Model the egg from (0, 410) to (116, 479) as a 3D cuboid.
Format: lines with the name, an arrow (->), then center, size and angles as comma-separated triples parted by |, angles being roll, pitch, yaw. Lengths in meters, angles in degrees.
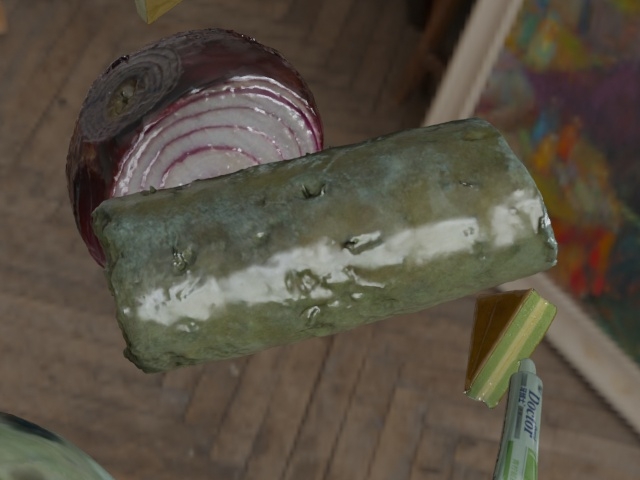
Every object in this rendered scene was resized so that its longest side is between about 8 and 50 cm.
egg -> -0.246, 0.287, 1.086 | 0.345, 0.428, 0.345 | 16, 38, -13

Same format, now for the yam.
yam -> 0.000, 0.000, 0.695 | 0.179, 0.078, 0.078 | -15, 44, 3

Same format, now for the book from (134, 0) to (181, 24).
book -> -0.016, -0.368, 1.507 | 0.389, 0.269, 0.032 | -38, 71, -16

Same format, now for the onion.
onion -> -0.175, -0.116, 2.121 | 0.337, 0.282, 0.260 | -51, 39, 7

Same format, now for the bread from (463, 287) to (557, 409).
bread -> 0.240, 0.139, 2.181 | 0.084, 0.074, 0.139 | -8, 60, 37

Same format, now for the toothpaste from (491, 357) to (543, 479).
toothpaste -> 0.171, 0.175, 1.478 | 0.048, 0.029, 0.197 | 25, 42, -10
